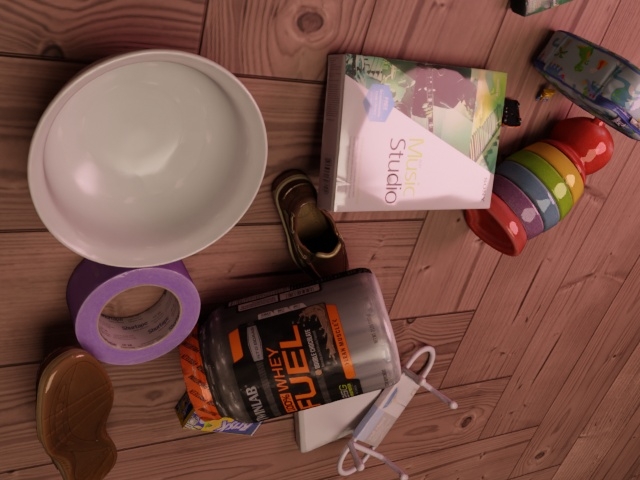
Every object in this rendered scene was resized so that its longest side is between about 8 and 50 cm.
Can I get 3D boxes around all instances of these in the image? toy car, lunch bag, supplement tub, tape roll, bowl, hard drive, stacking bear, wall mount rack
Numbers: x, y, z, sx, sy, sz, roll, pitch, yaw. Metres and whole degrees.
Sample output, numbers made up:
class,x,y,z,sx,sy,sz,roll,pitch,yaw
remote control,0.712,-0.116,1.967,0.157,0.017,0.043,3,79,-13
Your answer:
class,x,y,z,sx,sy,sz,roll,pitch,yaw
toy car,0.368,-0.228,1.217,0.122,0.060,0.040,-14,162,-14
lunch bag,0.479,-0.256,1.144,0.176,0.219,0.090,18,114,-40
supplement tub,-0.049,0.181,1.142,0.338,0.207,0.207,-16,133,1
tape roll,-0.287,0.095,1.048,0.189,0.080,0.189,-17,132,-20
bowl,-0.227,-0.122,0.877,0.298,0.134,0.298,-16,130,-20
hard drive,0.038,0.310,1.444,0.203,0.040,0.307,-18,131,-19
stacking bear,0.416,-0.119,1.267,0.289,0.164,0.175,-40,135,-5
wall mount rack,0.162,0.384,1.457,0.350,0.130,0.304,-54,144,-4

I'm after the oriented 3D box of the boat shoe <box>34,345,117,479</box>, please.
class,x,y,z,sx,sy,sz,roll,pitch,yaw
boat shoe,-0.407,0.273,1.082,0.123,0.123,0.342,-38,150,-35

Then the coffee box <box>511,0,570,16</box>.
class,x,y,z,sx,sy,sz,roll,pitch,yaw
coffee box,0.389,-0.435,1.074,0.184,0.040,0.113,-22,131,-16

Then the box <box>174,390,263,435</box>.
class,x,y,z,sx,sy,sz,roll,pitch,yaw
box,-0.189,0.331,1.310,0.169,0.054,0.059,20,112,-41

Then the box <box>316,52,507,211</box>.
class,x,y,z,sx,sy,sz,roll,pitch,yaw
box,0.151,-0.163,1.079,0.322,0.058,0.232,-4,105,-32

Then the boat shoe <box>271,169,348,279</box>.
class,x,y,z,sx,sy,sz,roll,pitch,yaw
boat shoe,-0.007,0.004,1.137,0.095,0.095,0.257,-34,135,-4
